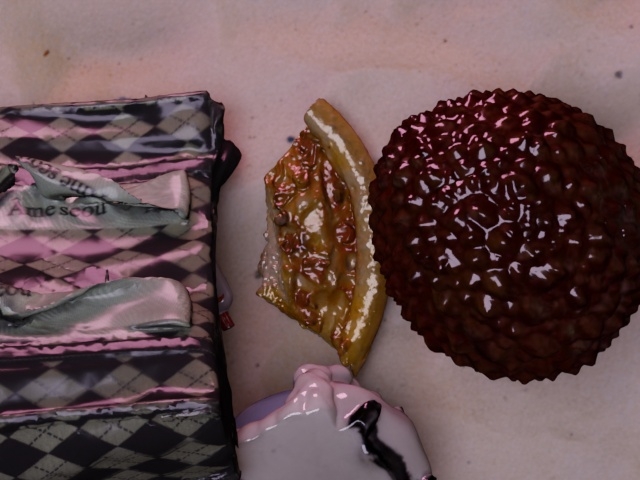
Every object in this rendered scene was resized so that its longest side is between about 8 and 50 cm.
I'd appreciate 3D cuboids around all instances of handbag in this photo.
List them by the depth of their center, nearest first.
[{"bbox_3d":[-0.223,0.042,1.560,0.317,0.180,0.416,-9,48,2],"label":"handbag"}]

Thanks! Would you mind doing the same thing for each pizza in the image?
[{"bbox_3d":[0.006,-0.004,1.650,0.134,0.056,0.271,3,89,4],"label":"pizza"}]

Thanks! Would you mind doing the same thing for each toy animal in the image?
[{"bbox_3d":[-0.001,0.215,1.595,0.204,0.156,0.208,-34,111,9],"label":"toy animal"}]

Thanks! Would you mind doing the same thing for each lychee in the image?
[{"bbox_3d":[0.175,-0.002,1.520,0.264,0.300,0.264,-25,52,36],"label":"lychee"}]

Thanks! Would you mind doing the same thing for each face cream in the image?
[{"bbox_3d":[-0.111,0.052,1.692,0.040,0.021,0.083,-29,83,11],"label":"face cream"}]
